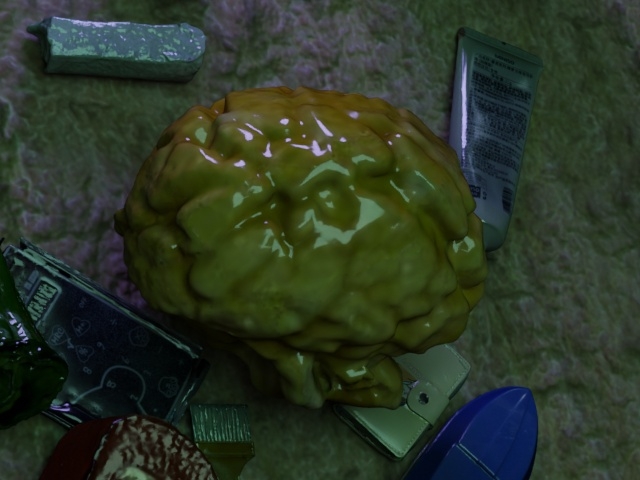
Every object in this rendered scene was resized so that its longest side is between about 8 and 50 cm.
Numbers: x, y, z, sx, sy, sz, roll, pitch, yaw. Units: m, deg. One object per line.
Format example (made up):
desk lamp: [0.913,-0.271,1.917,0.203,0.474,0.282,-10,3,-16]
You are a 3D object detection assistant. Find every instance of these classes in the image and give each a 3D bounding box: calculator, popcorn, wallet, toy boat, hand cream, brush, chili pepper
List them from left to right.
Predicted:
chili pepper: [-0.430,0.037,1.753,0.385,0.167,0.213,47,21,13]
calculator: [-0.267,0.124,1.880,0.274,0.028,0.165,31,64,-9]
brush: [-0.101,0.287,1.895,0.082,0.010,0.218,3,73,-37]
popcorn: [-0.013,-0.014,1.843,0.390,0.354,0.344,44,18,-35]
wallet: [0.097,0.174,2.004,0.110,0.039,0.155,41,63,-1]
toy boat: [0.177,0.272,1.985,0.129,0.088,0.295,43,52,-4]
hand cream: [0.204,-0.112,2.135,0.124,0.078,0.340,20,59,-14]

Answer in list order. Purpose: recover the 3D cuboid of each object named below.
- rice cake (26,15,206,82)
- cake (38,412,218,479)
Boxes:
rice cake: [-0.233,-0.223,1.984,0.206,0.069,0.063,2,72,-23]
cake: [-0.217,0.320,1.767,0.177,0.151,0.283,33,69,-21]
